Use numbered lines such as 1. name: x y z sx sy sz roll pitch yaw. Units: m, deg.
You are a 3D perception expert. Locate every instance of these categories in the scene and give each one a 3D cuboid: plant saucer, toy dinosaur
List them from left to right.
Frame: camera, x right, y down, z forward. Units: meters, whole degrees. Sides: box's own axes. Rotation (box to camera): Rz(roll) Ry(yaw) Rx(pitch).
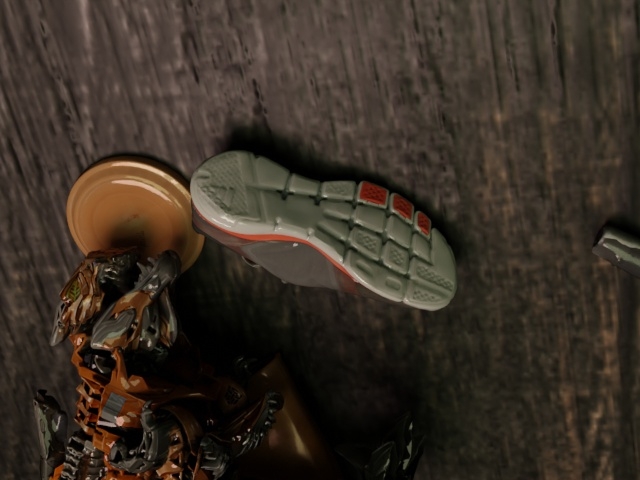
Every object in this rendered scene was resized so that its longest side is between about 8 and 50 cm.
1. plant saucer: -0.108 -0.010 0.714 0.083 0.013 0.083 5 123 8
2. toy dinosaur: -0.063 0.164 0.707 0.218 0.164 0.322 -3 119 24

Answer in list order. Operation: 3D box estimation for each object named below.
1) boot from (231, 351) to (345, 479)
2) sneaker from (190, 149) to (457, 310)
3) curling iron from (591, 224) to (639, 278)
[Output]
1. boot: 0.038 0.187 0.790 0.264 0.096 0.280 -25 102 25
2. sneaker: 0.000 0.000 0.686 0.158 0.061 0.065 25 150 -4
3. curling iron: 0.267 0.068 0.677 0.274 0.035 0.068 30 122 -9
